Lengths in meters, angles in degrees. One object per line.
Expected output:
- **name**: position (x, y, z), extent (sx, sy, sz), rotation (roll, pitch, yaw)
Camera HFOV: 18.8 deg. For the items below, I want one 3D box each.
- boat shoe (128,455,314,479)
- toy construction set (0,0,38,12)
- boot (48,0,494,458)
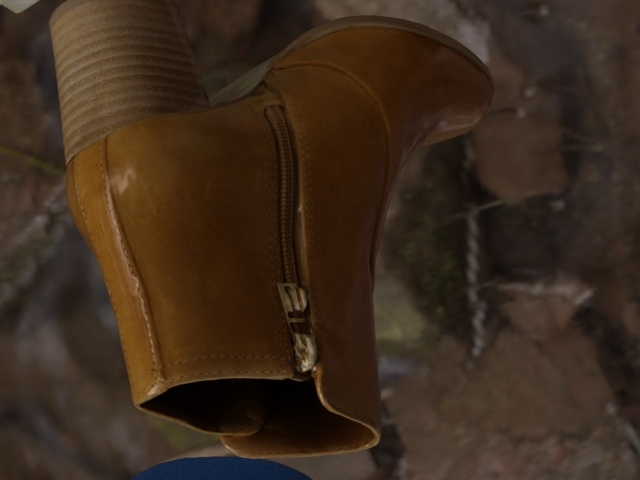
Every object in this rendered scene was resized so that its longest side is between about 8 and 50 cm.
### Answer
- **boat shoe**: position (-0.003, 0.191, 1.048), extent (0.258, 0.109, 0.089), rotation (14, 133, 32)
- **toy construction set**: position (-0.107, -0.178, 0.455), extent (0.151, 0.327, 0.215), rotation (138, 150, -60)
- **boot**: position (0.000, 0.000, 0.920), extent (0.104, 0.295, 0.211), rotation (-32, 66, 38)
